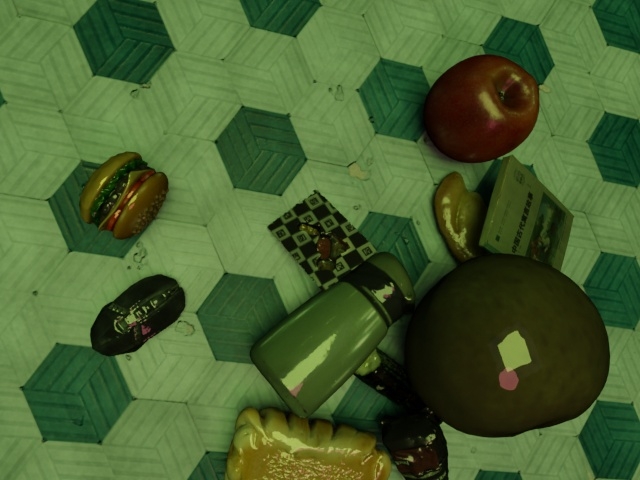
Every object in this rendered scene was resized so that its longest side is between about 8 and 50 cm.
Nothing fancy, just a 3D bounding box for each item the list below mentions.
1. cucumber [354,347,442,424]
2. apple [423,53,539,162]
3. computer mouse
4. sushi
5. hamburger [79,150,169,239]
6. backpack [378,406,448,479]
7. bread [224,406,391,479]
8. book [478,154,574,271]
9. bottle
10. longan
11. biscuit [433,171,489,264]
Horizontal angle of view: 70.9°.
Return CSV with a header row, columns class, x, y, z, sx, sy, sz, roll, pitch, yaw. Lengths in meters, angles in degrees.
class,x,y,z,sx,sy,sz,roll,pitch,yaw
cucumber,0.165,0.301,0.924,0.241,0.074,0.074,38,80,-14
apple,0.331,-0.270,0.940,0.218,0.201,0.218,3,80,-14
computer mouse,-0.346,0.143,0.843,0.192,0.062,0.105,-37,94,-10
sushi,0.000,0.000,0.913,0.139,0.031,0.201,-36,63,-12
hamburger,-0.352,-0.079,0.813,0.115,0.162,0.162,36,80,-7
backpack,0.196,0.421,0.890,0.120,0.106,0.165,-22,109,18
bread,-0.022,0.421,0.855,0.311,0.121,0.172,17,88,-9
book,0.456,-0.024,0.976,0.283,0.025,0.214,27,75,-31
bottle,0.040,0.163,0.870,0.347,0.168,0.168,-40,94,-16
longan,0.337,0.194,0.839,0.361,0.361,0.360,1,86,-11
biscuit,0.357,-0.006,0.998,0.299,0.045,0.154,42,73,-4
